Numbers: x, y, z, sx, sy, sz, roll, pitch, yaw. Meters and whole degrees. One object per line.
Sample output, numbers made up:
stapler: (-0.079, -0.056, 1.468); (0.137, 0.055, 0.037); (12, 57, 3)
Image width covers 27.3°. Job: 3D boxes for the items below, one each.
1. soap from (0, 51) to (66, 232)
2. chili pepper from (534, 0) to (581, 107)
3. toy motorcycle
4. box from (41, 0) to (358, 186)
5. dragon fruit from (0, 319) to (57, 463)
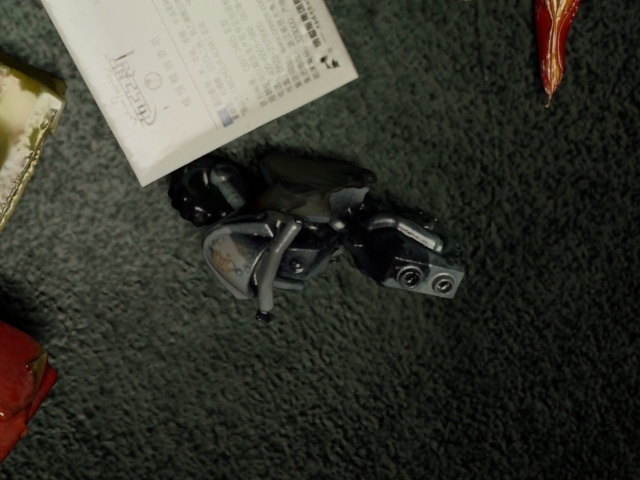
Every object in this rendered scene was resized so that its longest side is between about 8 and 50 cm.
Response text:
soap: (-0.320, -0.055, 1.100); (0.135, 0.076, 0.233); (27, 98, -17)
chili pepper: (0.215, -0.210, 1.197); (0.045, 0.027, 0.178); (-2, 104, -7)
toy motorcycle: (0.000, 0.000, 1.141); (0.270, 0.159, 0.106); (14, 122, -13)
box: (-0.122, -0.213, 1.077); (0.203, 0.116, 0.274); (-28, 109, -4)
dragon fruit: (-0.397, 0.143, 1.049); (0.317, 0.152, 0.205); (-27, 117, 12)
